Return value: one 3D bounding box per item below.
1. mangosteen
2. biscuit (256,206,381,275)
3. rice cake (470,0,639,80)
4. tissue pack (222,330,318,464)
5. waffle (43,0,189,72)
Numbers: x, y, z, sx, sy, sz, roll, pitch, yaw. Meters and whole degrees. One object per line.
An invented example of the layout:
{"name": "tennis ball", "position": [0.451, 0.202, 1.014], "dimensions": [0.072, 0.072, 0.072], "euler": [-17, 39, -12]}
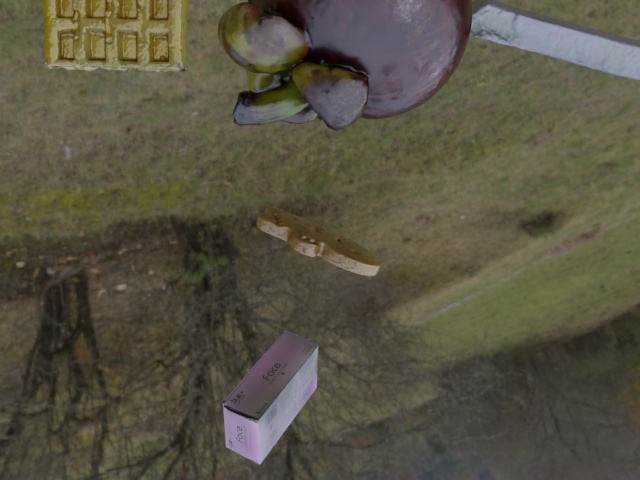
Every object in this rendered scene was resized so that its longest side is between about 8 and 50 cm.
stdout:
{"name": "mangosteen", "position": [0.013, -0.197, 0.639], "dimensions": [0.257, 0.215, 0.215], "euler": [-40, 164, -17]}
{"name": "biscuit", "position": [0.001, -0.002, 1.872], "dimensions": [0.354, 0.052, 0.275], "euler": [24, -167, 3]}
{"name": "rice cake", "position": [0.378, -0.293, 1.033], "dimensions": [0.364, 0.073, 0.056], "euler": [10, 116, -13]}
{"name": "tissue pack", "position": [-0.102, 0.331, 1.480], "dimensions": [0.246, 0.092, 0.149], "euler": [-47, 148, -46]}
{"name": "waffle", "position": [-0.343, -0.397, 1.161], "dimensions": [0.247, 0.221, 0.055], "euler": [1, -175, 1]}
